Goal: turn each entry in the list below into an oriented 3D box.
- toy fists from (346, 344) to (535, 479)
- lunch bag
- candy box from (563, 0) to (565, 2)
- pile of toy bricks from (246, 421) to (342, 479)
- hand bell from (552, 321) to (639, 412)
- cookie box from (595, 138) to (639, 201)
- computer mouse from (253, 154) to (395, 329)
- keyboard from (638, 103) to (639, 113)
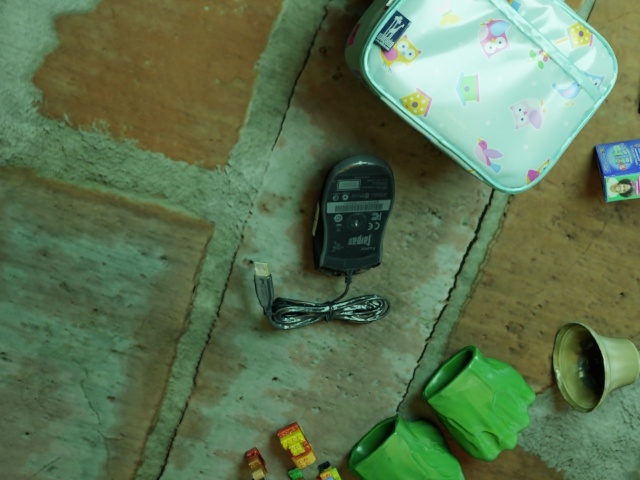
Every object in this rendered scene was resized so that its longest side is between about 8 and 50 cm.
[{"bbox_3d":[0.174,0.275,1.483,0.142,0.096,0.279,44,101,-11],"label":"toy fists"},{"bbox_3d":[0.181,-0.207,1.184,0.279,0.108,0.224,38,97,-17],"label":"lunch bag"},{"bbox_3d":[0.189,-0.317,1.248,0.164,0.070,0.196,-20,108,-3],"label":"candy box"},{"bbox_3d":[-0.021,0.372,1.482,0.118,0.105,0.212,-27,113,2],"label":"pile of toy bricks"},{"bbox_3d":[0.466,0.166,1.495,0.242,0.126,0.126,-5,113,-21],"label":"hand bell"},{"bbox_3d":[0.416,-0.094,1.358,0.107,0.092,0.040,-7,121,11],"label":"cookie box"},{"bbox_3d":[0.000,0.000,1.365,0.184,0.060,0.262,-7,124,-10],"label":"computer mouse"},{"bbox_3d":[0.575,-0.184,1.395,0.317,0.033,0.202,-1,112,-8],"label":"keyboard"}]
